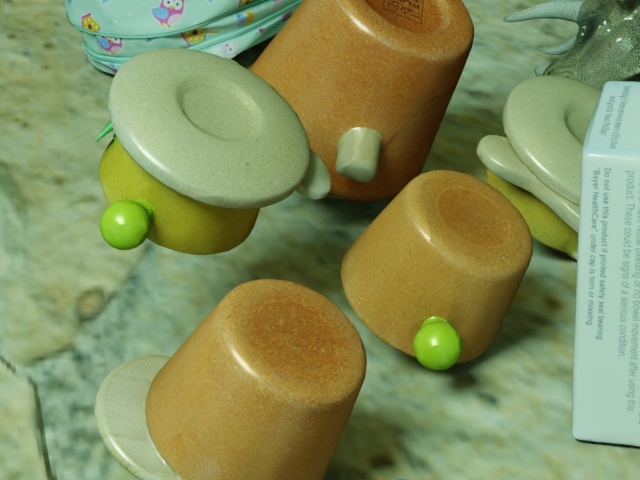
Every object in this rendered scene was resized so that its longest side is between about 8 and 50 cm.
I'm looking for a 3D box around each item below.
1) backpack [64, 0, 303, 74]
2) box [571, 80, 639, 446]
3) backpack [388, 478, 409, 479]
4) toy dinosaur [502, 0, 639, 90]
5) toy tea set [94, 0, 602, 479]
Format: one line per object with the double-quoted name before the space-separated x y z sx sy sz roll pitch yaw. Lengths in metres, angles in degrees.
"backpack" -0.068 -0.168 1.092 0.152 0.115 0.182 4 28 35
"box" 0.169 0.013 0.733 0.137 0.126 0.072 5 28 13
"backpack" -0.019 0.133 0.544 0.158 0.117 0.173 -12 27 -18
"toy dinosaur" 0.268 -0.126 0.985 0.313 0.121 0.160 -12 44 -9
"toy tea set" 0.000 0.000 0.824 0.200 0.124 0.336 42 40 13
